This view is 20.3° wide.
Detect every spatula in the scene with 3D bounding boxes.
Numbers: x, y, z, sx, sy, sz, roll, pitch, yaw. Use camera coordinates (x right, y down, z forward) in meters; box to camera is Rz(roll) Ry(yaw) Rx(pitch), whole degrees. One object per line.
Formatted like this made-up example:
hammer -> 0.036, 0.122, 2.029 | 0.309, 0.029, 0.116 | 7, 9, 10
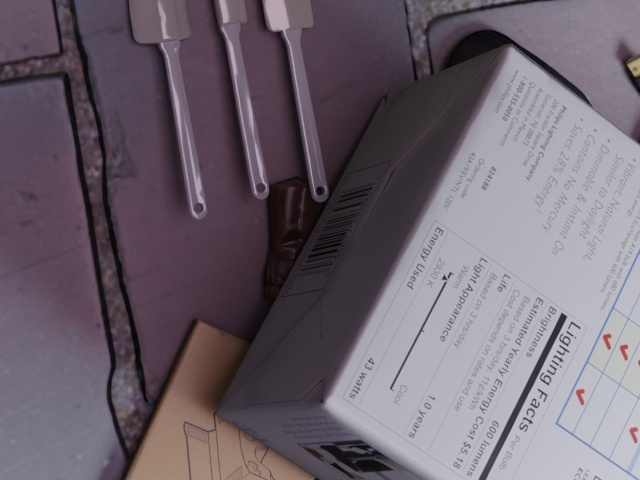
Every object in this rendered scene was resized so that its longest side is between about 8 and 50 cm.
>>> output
spatula -> -0.077, -0.144, 1.582 | 0.168, 0.019, 0.242 | -10, 92, -26

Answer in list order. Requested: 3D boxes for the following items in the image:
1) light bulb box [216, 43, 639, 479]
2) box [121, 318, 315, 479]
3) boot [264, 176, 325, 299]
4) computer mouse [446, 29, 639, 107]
light bulb box -> 0.170, 0.089, 1.556 | 0.361, 0.225, 0.358 | 35, 70, -18
box -> -0.081, 0.194, 1.604 | 0.164, 0.021, 0.201 | 26, 83, -16
boot -> 0.000, 0.000, 1.628 | 0.106, 0.037, 0.114 | 5, 88, -23
computer mouse -> 0.252, -0.126, 1.713 | 0.184, 0.060, 0.262 | -48, 110, -12
